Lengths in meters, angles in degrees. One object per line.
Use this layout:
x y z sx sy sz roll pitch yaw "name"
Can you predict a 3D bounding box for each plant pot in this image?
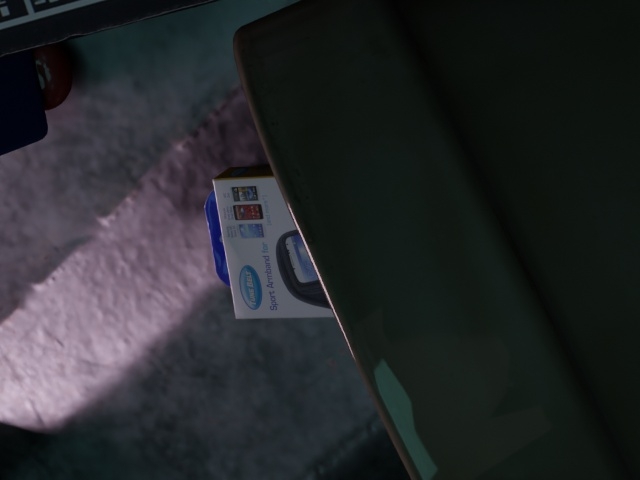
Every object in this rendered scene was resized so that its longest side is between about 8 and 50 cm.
0.160 -0.001 0.647 0.280 0.323 0.323 -26 98 6 "plant pot"

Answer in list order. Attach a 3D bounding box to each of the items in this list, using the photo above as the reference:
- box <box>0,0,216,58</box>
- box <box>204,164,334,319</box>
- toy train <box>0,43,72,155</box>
-0.067 -0.253 0.699 0.294 0.183 0.296 -11 103 23 "box"
0.000 0.000 0.848 0.136 0.028 0.081 -3 107 20 "box"
-0.235 -0.164 0.850 0.143 0.105 0.248 0 108 35 "toy train"
